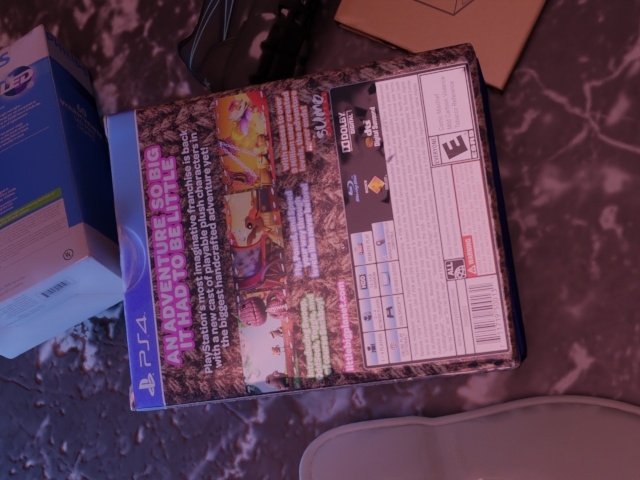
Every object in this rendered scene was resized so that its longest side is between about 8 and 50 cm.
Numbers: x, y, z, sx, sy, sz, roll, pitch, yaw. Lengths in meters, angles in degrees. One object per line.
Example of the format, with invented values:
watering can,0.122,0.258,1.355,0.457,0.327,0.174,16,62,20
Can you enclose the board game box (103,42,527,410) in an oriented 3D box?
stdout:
board game box,0.000,0.000,0.727,0.291,0.141,0.232,-8,83,14

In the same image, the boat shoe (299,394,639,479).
boat shoe,0.147,0.197,0.713,0.319,0.116,0.099,-4,127,7

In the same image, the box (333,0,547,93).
box,0.124,-0.247,0.781,0.164,0.021,0.201,26,92,15

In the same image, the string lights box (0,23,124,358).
string lights box,-0.252,-0.048,0.785,0.133,0.077,0.259,-27,57,11

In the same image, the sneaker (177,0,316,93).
sneaker,-0.039,-0.240,0.772,0.106,0.101,0.267,34,104,25
